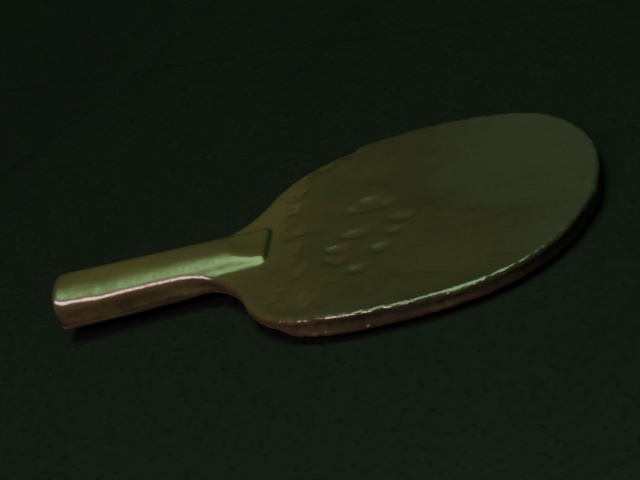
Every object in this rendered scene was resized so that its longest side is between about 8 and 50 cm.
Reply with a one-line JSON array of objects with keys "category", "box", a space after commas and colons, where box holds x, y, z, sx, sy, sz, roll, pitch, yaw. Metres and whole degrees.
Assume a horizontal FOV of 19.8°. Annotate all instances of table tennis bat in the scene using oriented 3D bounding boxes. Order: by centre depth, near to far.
[{"category": "table tennis bat", "box": [0.000, 0.000, 0.742, 0.234, 0.022, 0.131, -13, 31, 18]}]
